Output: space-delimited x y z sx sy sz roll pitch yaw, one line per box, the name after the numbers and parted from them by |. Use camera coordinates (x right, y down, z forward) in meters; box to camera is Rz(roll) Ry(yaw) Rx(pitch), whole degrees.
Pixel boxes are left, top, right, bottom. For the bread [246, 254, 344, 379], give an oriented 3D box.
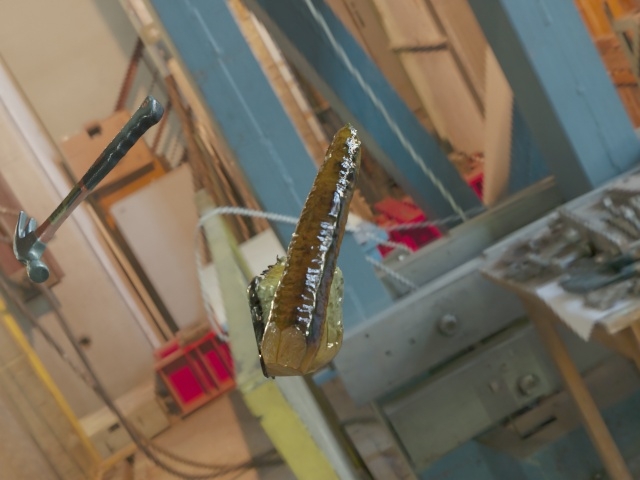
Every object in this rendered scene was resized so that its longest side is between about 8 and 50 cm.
-0.040 0.140 1.757 0.162 0.204 0.262 3 13 9 | bread

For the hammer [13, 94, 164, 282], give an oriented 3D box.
-0.312 -0.079 1.337 0.288 0.033 0.111 -48 46 2 | hammer

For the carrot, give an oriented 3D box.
0.000 0.000 1.132 0.066 0.066 0.314 -13 54 52 | carrot
